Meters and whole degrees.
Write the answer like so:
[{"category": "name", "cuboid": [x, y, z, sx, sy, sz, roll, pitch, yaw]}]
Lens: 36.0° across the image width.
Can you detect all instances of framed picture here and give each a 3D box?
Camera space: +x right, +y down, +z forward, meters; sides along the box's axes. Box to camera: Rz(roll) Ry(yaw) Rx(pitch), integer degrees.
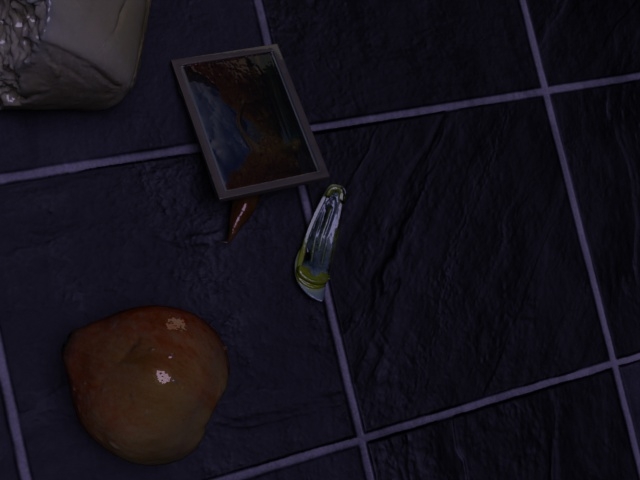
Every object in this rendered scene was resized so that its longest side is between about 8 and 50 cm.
[{"category": "framed picture", "cuboid": [-0.110, -0.186, 1.514, 0.184, 0.016, 0.249, -12, 70, -21]}]

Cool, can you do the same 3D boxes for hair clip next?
[{"category": "hair clip", "cuboid": [0.000, 0.000, 1.554, 0.060, 0.033, 0.188, 19, 78, -15]}]

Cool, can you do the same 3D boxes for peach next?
[{"category": "peach", "cuboid": [-0.245, 0.187, 1.342, 0.233, 0.232, 0.232, 3, 81, -21]}]

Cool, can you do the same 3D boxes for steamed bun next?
[{"category": "steamed bun", "cuboid": [-0.356, -0.330, 1.344, 0.274, 0.272, 0.290, 4, 84, -21]}]

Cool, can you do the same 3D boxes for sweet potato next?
[{"category": "sweet potato", "cuboid": [-0.110, -0.080, 1.517, 0.056, 0.056, 0.194, 27, 78, -15]}]
